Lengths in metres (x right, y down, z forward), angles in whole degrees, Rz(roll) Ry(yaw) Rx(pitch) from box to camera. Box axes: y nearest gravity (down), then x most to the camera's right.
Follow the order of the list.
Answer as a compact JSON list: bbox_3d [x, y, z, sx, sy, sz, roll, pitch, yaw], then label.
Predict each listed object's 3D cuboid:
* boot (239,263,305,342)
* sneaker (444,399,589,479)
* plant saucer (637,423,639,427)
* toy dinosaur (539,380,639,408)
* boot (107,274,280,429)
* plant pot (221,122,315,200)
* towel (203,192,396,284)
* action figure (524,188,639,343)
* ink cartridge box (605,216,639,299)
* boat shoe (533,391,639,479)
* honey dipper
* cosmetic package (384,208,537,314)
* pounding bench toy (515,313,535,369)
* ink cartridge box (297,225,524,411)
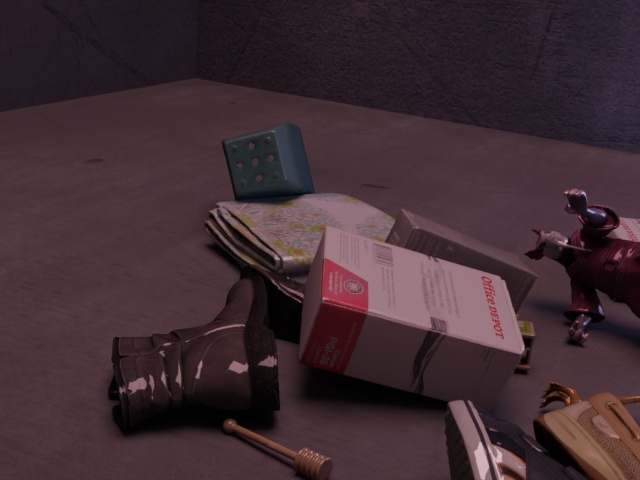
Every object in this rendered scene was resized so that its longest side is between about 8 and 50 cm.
[{"bbox_3d":[0.022,0.101,1.406,0.263,0.091,0.229,31,29,32],"label":"boot"},{"bbox_3d":[0.214,0.278,0.866,0.127,0.126,0.321,-8,31,-4],"label":"sneaker"},{"bbox_3d":[0.436,0.300,0.997,0.277,0.041,0.278,5,18,-2],"label":"plant saucer"},{"bbox_3d":[0.356,0.234,1.163,0.211,0.064,0.112,-24,52,-39],"label":"toy dinosaur"},{"bbox_3d":[-0.179,0.139,1.201,0.222,0.118,0.338,-5,14,-6],"label":"boot"},{"bbox_3d":[-0.117,-0.157,1.820,0.165,0.166,0.234,-13,0,4],"label":"plant pot"},{"bbox_3d":[0.000,0.000,1.685,0.374,0.090,0.320,-6,25,-30],"label":"towel"},{"bbox_3d":[0.524,0.038,1.465,0.275,0.248,0.370,-12,28,-43],"label":"action figure"},{"bbox_3d":[0.695,0.045,1.689,0.272,0.115,0.198,7,19,3],"label":"ink cartridge box"},{"bbox_3d":[0.344,0.270,0.842,0.110,0.122,0.341,-24,39,-10],"label":"boat shoe"},{"bbox_3d":[-0.056,0.246,1.039,0.160,0.031,0.030,16,21,37],"label":"honey dipper"},{"bbox_3d":[0.217,0.054,1.421,0.237,0.127,0.107,20,15,-15],"label":"cosmetic package"},{"bbox_3d":[0.297,0.156,1.335,0.052,0.065,0.083,7,19,6],"label":"pounding bench toy"},{"bbox_3d":[0.122,0.109,1.226,0.282,0.117,0.207,16,28,-7],"label":"ink cartridge box"}]
